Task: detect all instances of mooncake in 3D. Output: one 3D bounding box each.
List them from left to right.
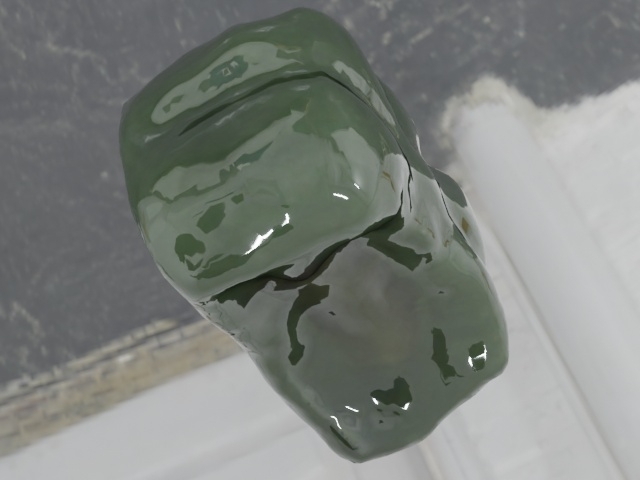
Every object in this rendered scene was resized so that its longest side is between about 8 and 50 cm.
[{"bbox_3d":[0.000,0.000,0.543,0.104,0.168,0.175,-25,170,12],"label":"mooncake"}]
